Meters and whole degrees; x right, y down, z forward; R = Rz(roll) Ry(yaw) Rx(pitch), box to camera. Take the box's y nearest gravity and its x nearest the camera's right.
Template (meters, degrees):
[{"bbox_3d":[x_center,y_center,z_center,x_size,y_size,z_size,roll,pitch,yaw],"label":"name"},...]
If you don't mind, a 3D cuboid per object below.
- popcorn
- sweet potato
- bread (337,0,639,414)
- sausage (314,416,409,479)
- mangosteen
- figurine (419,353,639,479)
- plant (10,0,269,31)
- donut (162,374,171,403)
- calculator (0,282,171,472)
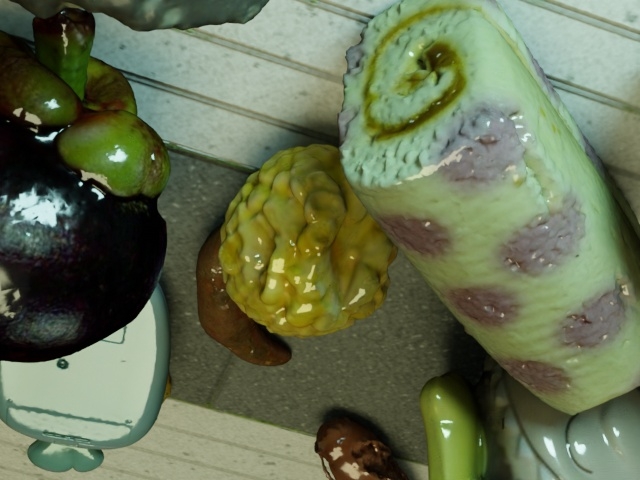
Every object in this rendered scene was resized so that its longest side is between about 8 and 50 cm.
[{"bbox_3d":[0.000,0.000,0.980,0.170,0.180,0.180,11,140,12],"label":"popcorn"},{"bbox_3d":[-0.085,0.061,1.132,0.078,0.058,0.255,-18,141,-4],"label":"sweet potato"},{"bbox_3d":[0.149,-0.021,0.907,0.155,0.187,0.338,-25,131,24],"label":"bread"},{"bbox_3d":[0.077,0.321,1.389,0.087,0.079,0.326,14,147,34],"label":"sausage"},{"bbox_3d":[-0.250,-0.042,0.904,0.233,0.287,0.287,-19,151,-33],"label":"mangosteen"},{"bbox_3d":[0.294,0.274,1.103,0.378,0.266,0.361,-3,99,12],"label":"figurine"},{"bbox_3d":[-0.098,-0.290,0.616,0.215,0.213,0.312,13,129,-4],"label":"plant"},{"bbox_3d":[-0.260,0.172,1.273,0.178,0.065,0.162,4,137,3],"label":"donut"},{"bbox_3d":[-0.251,0.130,1.179,0.186,0.041,0.298,12,118,-6],"label":"calculator"}]
